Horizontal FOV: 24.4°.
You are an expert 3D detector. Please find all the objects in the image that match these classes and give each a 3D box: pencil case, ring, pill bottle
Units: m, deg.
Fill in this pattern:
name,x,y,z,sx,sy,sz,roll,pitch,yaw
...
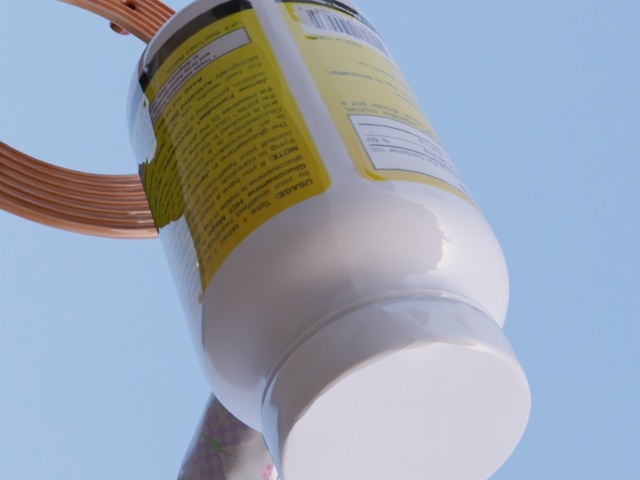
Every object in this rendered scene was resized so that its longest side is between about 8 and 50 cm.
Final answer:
name,x,y,z,sx,sy,sz,roll,pitch,yaw
pencil case,-0.042,0.156,1.390,0.124,0.113,0.273,28,-83,34
ring,-0.200,-0.117,1.147,0.336,0.336,0.032,48,-51,24
pill bottle,0.000,0.000,0.898,0.188,0.188,0.334,-42,-140,17
